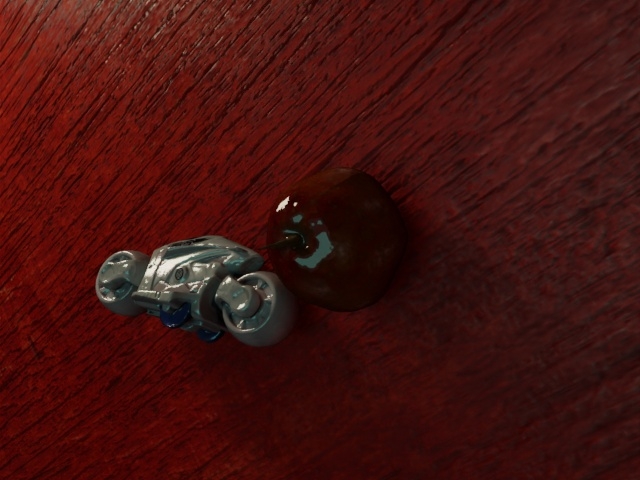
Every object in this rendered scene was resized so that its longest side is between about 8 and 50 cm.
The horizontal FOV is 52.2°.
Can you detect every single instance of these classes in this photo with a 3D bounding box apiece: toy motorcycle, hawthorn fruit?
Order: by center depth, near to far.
[{"bbox_3d":[0.013,-0.003,0.555,0.125,0.140,0.125,-2,72,7],"label":"hawthorn fruit"},{"bbox_3d":[-0.129,0.044,0.675,0.254,0.112,0.112,8,99,32],"label":"toy motorcycle"}]
